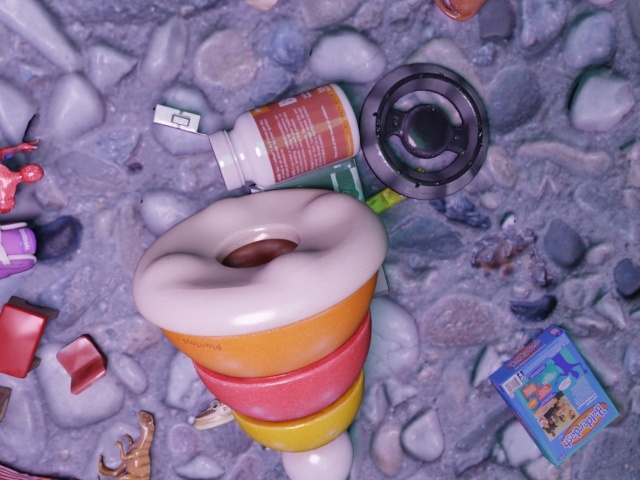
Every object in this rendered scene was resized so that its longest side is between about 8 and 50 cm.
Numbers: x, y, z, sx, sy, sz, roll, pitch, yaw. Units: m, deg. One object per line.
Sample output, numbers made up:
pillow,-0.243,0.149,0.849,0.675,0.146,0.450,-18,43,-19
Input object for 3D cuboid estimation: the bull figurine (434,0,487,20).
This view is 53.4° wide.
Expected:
bull figurine,0.283,-0.503,1.021,0.188,0.101,0.310,43,85,-9

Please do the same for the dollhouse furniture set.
dollhouse furniture set,-0.442,0.298,0.950,0.201,0.152,0.374,20,93,-13

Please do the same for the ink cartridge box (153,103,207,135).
ink cartridge box,-0.214,-0.185,0.987,0.083,0.048,0.028,14,94,-14

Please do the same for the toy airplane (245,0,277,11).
toy airplane,0.049,-0.534,0.861,0.386,0.272,0.385,-3,86,33

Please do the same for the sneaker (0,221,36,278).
sneaker,-0.477,0.002,0.845,0.161,0.282,0.102,-17,84,-5

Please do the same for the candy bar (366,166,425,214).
candy bar,0.116,-0.073,1.082,0.161,0.018,0.040,-31,101,-6

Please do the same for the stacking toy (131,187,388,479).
stacking toy,-0.049,0.190,0.951,0.350,0.351,0.480,-15,117,-9

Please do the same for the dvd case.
dvd case,0.000,0.000,1.054,0.179,0.029,0.239,-16,101,-3

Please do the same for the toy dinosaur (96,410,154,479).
toy dinosaur,-0.304,0.390,1.036,0.112,0.064,0.212,0,97,-13

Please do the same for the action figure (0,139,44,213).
action figure,-0.512,-0.075,0.931,0.280,0.139,0.092,-12,103,13

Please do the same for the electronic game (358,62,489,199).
electronic game,0.175,-0.182,1.064,0.229,0.048,0.229,0,88,-12

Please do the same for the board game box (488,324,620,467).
board game box,0.433,0.288,1.177,0.160,0.047,0.210,-37,102,-5

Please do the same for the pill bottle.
pill bottle,-0.057,-0.155,0.985,0.216,0.121,0.121,-20,101,-8

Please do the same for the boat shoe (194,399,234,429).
boat shoe,-0.142,0.264,1.058,0.153,0.056,0.048,-23,94,-10
